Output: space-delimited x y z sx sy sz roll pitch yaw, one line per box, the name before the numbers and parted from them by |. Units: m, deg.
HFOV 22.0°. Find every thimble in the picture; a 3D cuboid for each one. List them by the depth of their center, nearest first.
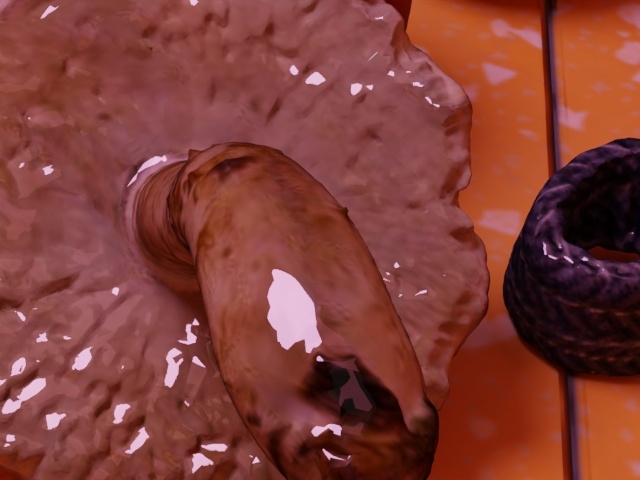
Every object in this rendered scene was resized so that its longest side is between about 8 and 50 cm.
thimble | 0.131 0.006 0.715 0.104 0.066 0.095 -8 45 -15

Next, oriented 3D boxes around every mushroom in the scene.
mushroom | -0.014 -0.017 0.568 0.208 0.233 0.302 -6 -3 -37

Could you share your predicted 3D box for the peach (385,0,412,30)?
peach | -0.059 -0.123 0.750 0.192 0.190 0.190 -8 39 -44
